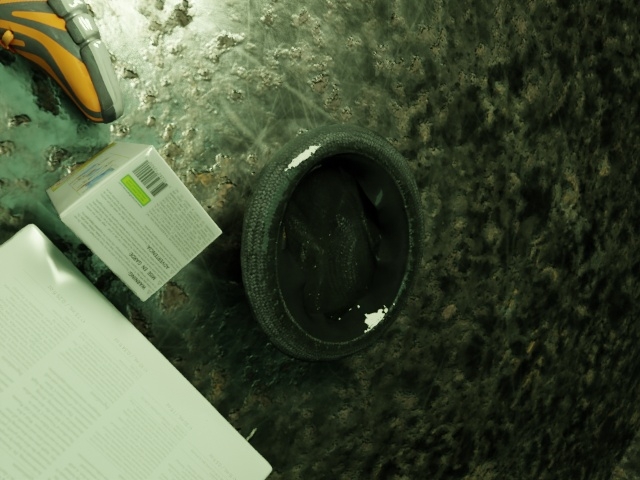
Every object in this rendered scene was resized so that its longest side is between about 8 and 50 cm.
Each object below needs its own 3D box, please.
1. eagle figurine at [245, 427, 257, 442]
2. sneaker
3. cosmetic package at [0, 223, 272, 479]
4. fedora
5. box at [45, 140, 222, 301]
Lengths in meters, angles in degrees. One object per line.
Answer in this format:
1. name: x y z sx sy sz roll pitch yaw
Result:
1. eagle figurine: -0.223 0.385 0.644 0.226 0.225 0.298 84 12 -61
2. sneaker: -0.343 -0.236 0.463 0.180 0.124 0.321 -34 106 -18
3. cosmetic package: -0.274 0.219 0.479 0.284 0.097 0.377 -46 107 -28
4. fedora: 0.000 0.000 0.697 0.334 0.152 0.334 -10 109 -31
5. box: -0.212 -0.033 0.525 0.103 0.203 0.114 -44 121 -17
